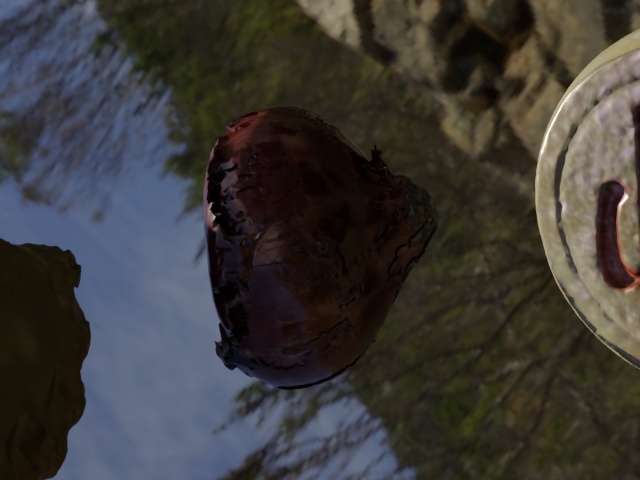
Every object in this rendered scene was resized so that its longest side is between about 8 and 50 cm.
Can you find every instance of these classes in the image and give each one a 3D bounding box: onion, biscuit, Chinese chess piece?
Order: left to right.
[{"bbox_3d":[-0.303,0.058,1.068,0.329,0.078,0.335,55,-146,-8],"label":"biscuit"},{"bbox_3d":[0.000,0.000,0.873,0.184,0.147,0.184,-12,-90,-70],"label":"onion"},{"bbox_3d":[0.279,-0.026,0.962,0.270,0.270,0.112,43,-137,23],"label":"Chinese chess piece"}]
